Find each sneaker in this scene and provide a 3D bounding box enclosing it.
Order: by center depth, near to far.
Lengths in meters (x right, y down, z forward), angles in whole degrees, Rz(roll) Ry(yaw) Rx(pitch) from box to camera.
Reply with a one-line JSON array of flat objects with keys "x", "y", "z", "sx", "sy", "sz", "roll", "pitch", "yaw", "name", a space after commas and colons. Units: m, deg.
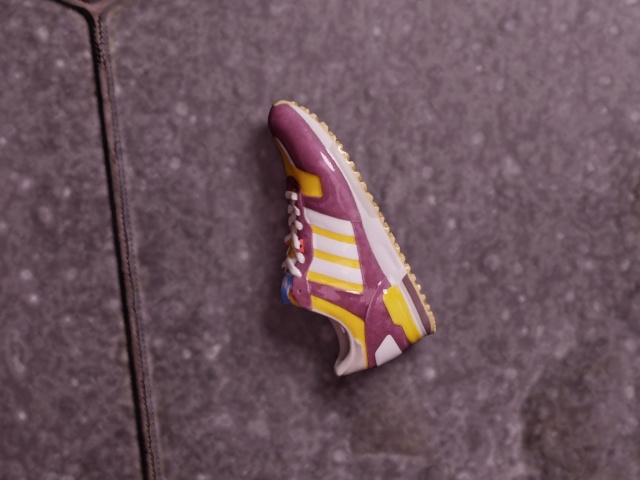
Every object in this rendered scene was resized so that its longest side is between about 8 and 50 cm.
[{"x": 0.000, "y": 0.000, "z": 1.042, "sx": 0.084, "sy": 0.069, "sz": 0.185, "roll": -30, "pitch": 94, "yaw": -2, "name": "sneaker"}]
